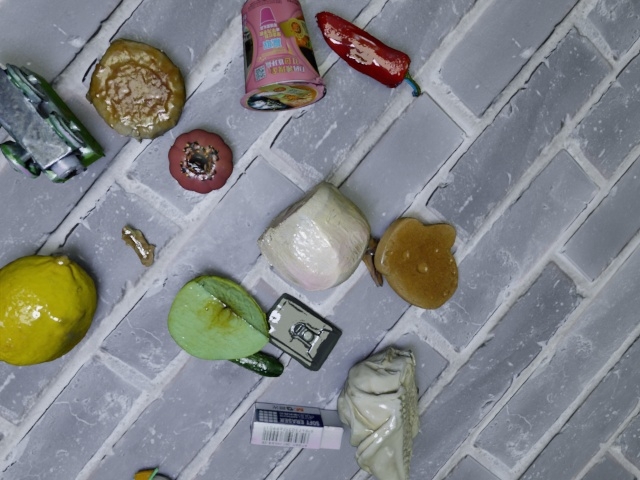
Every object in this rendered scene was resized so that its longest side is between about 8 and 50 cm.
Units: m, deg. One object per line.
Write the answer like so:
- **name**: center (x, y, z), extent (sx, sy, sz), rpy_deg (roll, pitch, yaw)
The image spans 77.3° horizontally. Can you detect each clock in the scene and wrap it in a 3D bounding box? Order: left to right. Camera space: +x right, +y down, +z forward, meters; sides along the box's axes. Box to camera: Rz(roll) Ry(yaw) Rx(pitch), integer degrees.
- **clock**: center (-0.541, 0.827, 1.255), extent (0.144, 0.103, 0.230), rpy_deg (19, 93, -3)

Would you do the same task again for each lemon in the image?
- **lemon**: center (-0.739, 0.178, 1.055), extent (0.268, 0.268, 0.322), rpy_deg (43, 90, -12)

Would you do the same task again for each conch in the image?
- **conch**: center (0.161, 0.044, 1.270), extent (0.232, 0.086, 0.080), rpy_deg (51, 63, -19)

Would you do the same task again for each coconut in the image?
- **coconut**: center (0.000, 0.000, 1.129), extent (0.297, 0.297, 0.254), rpy_deg (-40, 103, -2)

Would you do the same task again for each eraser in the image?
- **eraser**: center (-0.078, 0.598, 1.285), extent (0.287, 0.130, 0.086), rpy_deg (10, 93, -9)

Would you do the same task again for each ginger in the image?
- **ginger**: center (-0.531, 0.014, 1.174), extent (0.057, 0.044, 0.137), rpy_deg (-41, 110, -32)

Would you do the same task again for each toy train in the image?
- **toy train**: center (-0.702, -0.283, 0.996), extent (0.173, 0.249, 0.307), rpy_deg (-38, 103, -5)

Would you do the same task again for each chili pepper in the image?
- **chili pepper**: center (0.150, -0.540, 1.170), extent (0.388, 0.110, 0.110), rpy_deg (26, 93, -12)

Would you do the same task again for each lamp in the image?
- **lamp**: center (-0.335, -0.221, 1.122), extent (0.182, 0.140, 0.181), rpy_deg (-2, 97, -13)

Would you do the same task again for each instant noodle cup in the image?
- **instant noodle cup**: center (-0.117, -0.506, 1.086), extent (0.244, 0.244, 0.254), rpy_deg (-8, 92, -8)

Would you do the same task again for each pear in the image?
- **pear**: center (-0.319, 0.242, 1.198), extent (0.288, 0.139, 0.239), rpy_deg (42, 105, -16)

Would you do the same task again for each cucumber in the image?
- **cucumber**: center (-0.222, 0.375, 1.262), extent (0.228, 0.069, 0.069), rpy_deg (25, 93, -9)

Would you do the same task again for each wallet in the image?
- **wallet**: center (-0.068, 0.298, 1.286), extent (0.245, 0.052, 0.168), rpy_deg (37, 87, -10)

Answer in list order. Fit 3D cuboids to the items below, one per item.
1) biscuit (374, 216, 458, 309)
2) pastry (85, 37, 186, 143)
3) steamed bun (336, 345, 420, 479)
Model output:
- **biscuit**: center (0.328, 0.057, 1.286), extent (0.344, 0.057, 0.287), rpy_deg (41, 78, -25)
- **pastry**: center (-0.485, -0.401, 1.084), extent (0.236, 0.121, 0.257), rpy_deg (27, 91, -16)
- **steamed bun**: center (0.171, 0.529, 1.251), extent (0.238, 0.394, 0.346), rpy_deg (-2, 144, 23)
